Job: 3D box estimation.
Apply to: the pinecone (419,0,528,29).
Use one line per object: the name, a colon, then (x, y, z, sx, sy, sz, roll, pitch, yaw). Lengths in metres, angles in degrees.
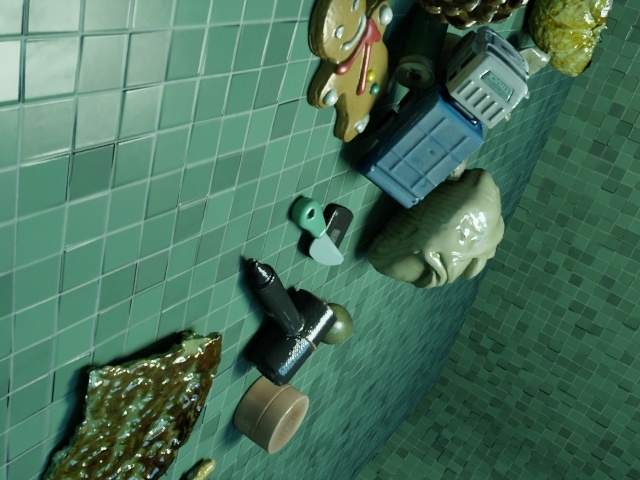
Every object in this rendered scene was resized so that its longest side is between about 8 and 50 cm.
pinecone: (0.245, -0.475, 1.061, 0.243, 0.243, 0.257, 90, 6, -50)

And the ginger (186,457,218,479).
ginger: (-0.265, 0.547, 1.431, 0.176, 0.052, 0.193, -19, 126, -60)

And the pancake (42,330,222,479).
pancake: (-0.317, 0.322, 1.051, 0.305, 0.067, 0.427, 15, 104, -60)

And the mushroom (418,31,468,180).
mushroom: (0.276, -0.274, 1.477, 0.407, 0.137, 0.154, 67, 40, -61)

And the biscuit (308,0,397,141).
biscuit: (0.060, -0.295, 1.108, 0.216, 0.047, 0.340, -57, 158, -12)

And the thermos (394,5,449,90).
thermos: (0.189, -0.372, 1.226, 0.083, 0.073, 0.188, 40, 56, -38)

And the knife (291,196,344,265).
knife: (-0.001, 0.001, 1.310, 0.063, 0.034, 0.260, -51, 149, -14)

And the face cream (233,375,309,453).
face cream: (-0.109, 0.384, 1.493, 0.149, 0.104, 0.149, -46, 154, -31)

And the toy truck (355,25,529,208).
toy truck: (0.225, -0.219, 1.268, 0.367, 0.146, 0.175, -45, -162, 32)

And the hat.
hat: (0.525, -0.456, 1.903, 0.214, 0.149, 0.245, -58, -164, 7)

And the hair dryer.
hair dryer: (-0.092, 0.138, 1.272, 0.189, 0.107, 0.352, -51, 149, -17)

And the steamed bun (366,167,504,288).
steamed bun: (0.308, -0.004, 1.625, 0.309, 0.219, 0.324, -19, -152, 54)

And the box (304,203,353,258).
box: (0.023, -0.014, 1.397, 0.125, 0.027, 0.126, -63, 158, 5)

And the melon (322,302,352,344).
melon: (0.027, 0.195, 1.568, 0.098, 0.098, 0.130, -61, 161, 0)

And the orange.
orange: (0.687, -0.643, 1.824, 0.369, 0.210, 0.271, 90, 19, -50)
